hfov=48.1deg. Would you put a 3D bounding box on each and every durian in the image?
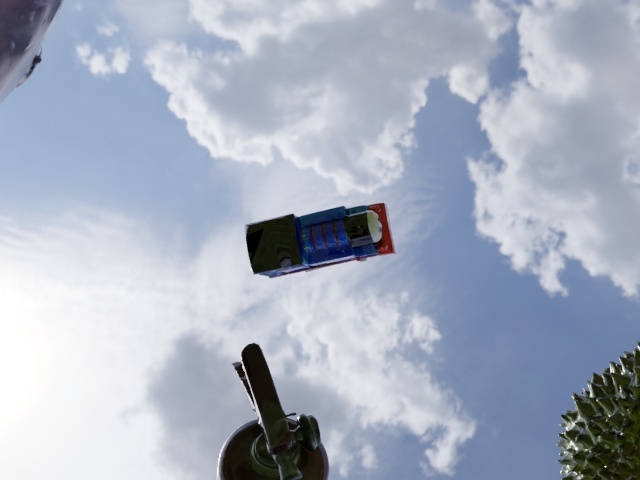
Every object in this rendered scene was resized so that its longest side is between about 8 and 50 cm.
[{"bbox_3d":[0.250,0.126,0.473,0.198,0.159,0.146,-34,-137,0],"label":"durian"}]

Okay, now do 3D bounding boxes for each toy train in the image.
[{"bbox_3d":[0.000,0.000,1.067,0.203,0.131,0.083,-13,-100,14],"label":"toy train"}]

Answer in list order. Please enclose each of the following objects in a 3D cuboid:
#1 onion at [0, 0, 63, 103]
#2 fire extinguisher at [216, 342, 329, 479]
[{"bbox_3d":[-0.245,-0.148,0.308,0.336,0.282,0.260,-37,-122,-3],"label":"onion"},{"bbox_3d":[-0.058,0.241,0.714,0.106,0.337,0.147,-15,-133,-24],"label":"fire extinguisher"}]
